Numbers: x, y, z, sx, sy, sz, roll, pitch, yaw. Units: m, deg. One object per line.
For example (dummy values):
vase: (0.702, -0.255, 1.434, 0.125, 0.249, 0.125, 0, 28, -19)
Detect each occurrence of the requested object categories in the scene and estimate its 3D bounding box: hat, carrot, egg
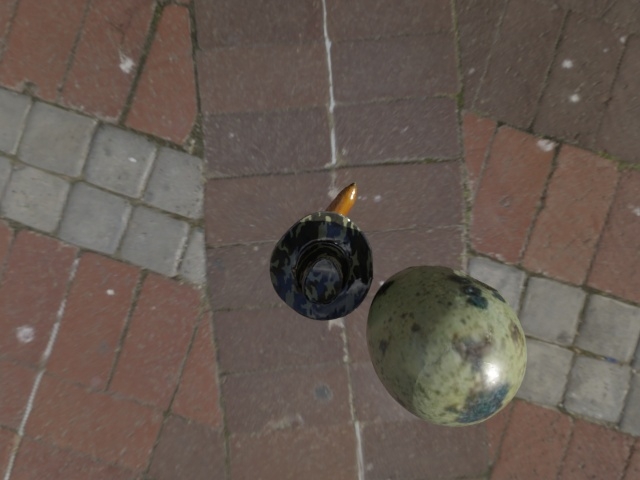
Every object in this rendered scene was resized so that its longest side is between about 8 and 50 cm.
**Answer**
hat: (0.002, 0.032, 0.805, 0.121, 0.050, 0.121, -1, 110, -2)
carrot: (0.000, 0.000, 1.005, 0.037, 0.037, 0.190, 26, 125, -2)
egg: (0.115, 0.094, 0.753, 0.141, 0.182, 0.141, -11, 120, -20)
